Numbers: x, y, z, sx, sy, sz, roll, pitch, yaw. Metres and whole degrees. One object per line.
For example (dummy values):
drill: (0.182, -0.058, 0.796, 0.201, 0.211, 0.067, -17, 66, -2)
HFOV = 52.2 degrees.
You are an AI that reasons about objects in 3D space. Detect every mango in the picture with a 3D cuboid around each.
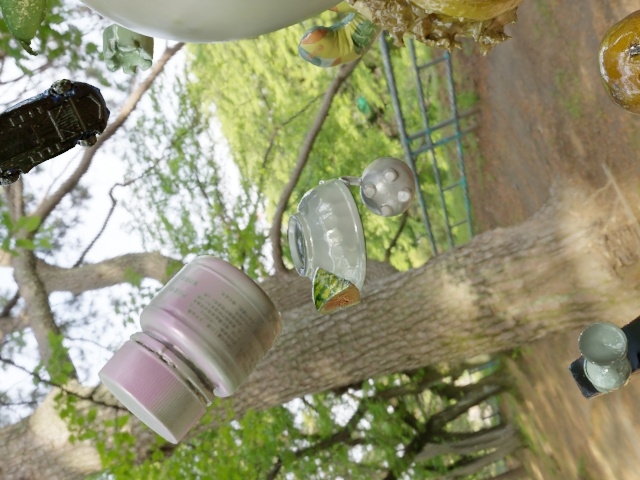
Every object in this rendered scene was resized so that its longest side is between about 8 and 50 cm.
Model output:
mango: (0.616, -0.341, 1.249, 0.287, 0.152, 0.202, -11, -92, -64)

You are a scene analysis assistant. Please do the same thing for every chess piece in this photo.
chess piece: (-0.472, -0.567, 1.609, 0.194, 0.194, 0.299, 54, -152, -68)

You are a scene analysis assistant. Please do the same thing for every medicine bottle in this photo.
medicine bottle: (-0.262, 0.220, 1.335, 0.256, 0.325, 0.256, 30, 152, 18)

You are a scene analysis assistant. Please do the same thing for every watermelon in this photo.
watermelon: (0.017, 0.101, 1.168, 0.086, 0.069, 0.163, 25, 168, 17)

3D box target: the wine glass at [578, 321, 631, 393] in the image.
wine glass: (0.498, 0.210, 1.139, 0.195, 0.079, 0.079, 46, -161, -52)

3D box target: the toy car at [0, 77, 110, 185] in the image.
toy car: (-0.407, -0.159, 0.932, 0.063, 0.216, 0.103, 30, 145, 43)

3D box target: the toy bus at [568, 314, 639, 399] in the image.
toy bus: (0.604, 0.196, 1.225, 0.409, 0.092, 0.093, 109, 147, -59)

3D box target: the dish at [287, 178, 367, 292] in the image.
dish: (0.000, 0.000, 1.488, 0.303, 0.120, 0.303, 170, 90, -72)

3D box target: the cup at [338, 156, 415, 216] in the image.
cup: (0.142, -0.133, 1.539, 0.173, 0.134, 0.142, 36, -165, -3)

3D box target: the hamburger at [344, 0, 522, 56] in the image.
hamburger: (0.188, -0.441, 1.051, 0.268, 0.445, 0.287, 173, 99, -73)

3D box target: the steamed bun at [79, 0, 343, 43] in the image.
steamed bun: (-0.078, -0.327, 0.528, 0.334, 0.373, 0.334, -17, -90, -76)

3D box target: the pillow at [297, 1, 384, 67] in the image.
pillow: (0.054, -0.442, 1.311, 0.214, 0.233, 0.086, -19, -111, -41)

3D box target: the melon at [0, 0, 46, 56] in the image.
melon: (-0.546, -0.469, 1.214, 0.053, 0.113, 0.262, 49, 137, 36)
